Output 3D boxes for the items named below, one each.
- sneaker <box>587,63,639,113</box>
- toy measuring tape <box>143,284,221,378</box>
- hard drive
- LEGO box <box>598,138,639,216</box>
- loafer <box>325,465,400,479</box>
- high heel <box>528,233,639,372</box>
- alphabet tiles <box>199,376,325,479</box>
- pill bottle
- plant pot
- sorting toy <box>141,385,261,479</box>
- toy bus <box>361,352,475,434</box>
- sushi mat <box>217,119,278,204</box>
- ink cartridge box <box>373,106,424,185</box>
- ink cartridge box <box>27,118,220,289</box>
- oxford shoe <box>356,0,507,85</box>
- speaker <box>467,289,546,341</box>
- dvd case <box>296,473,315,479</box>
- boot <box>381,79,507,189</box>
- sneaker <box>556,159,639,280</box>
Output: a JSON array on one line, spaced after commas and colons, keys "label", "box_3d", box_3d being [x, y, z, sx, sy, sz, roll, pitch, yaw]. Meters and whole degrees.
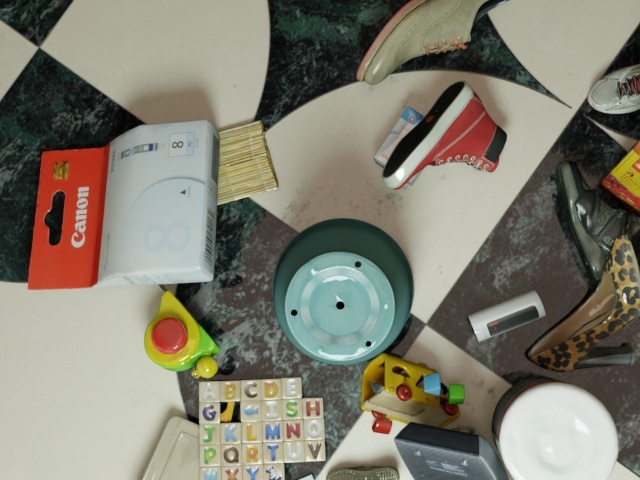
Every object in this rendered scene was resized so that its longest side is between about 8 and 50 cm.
[{"label": "sneaker", "box_3d": [0.599, -0.295, 1.559, 0.225, 0.092, 0.088, -15, 83, 31]}, {"label": "toy measuring tape", "box_3d": [-0.319, 0.150, 1.650, 0.121, 0.121, 0.330, -45, 71, 1]}, {"label": "hard drive", "box_3d": [0.238, 0.398, 1.461, 0.172, 0.255, 0.054, 4, 52, 31]}, {"label": "LEGO box", "box_3d": [0.739, -0.030, 1.384, 0.500, 0.372, 0.193, 42, 90, 11]}, {"label": "loafer", "box_3d": [0.082, 0.447, 1.582, 0.148, 0.050, 0.056, -8, 78, 23]}, {"label": "high heel", "box_3d": [0.464, 0.116, 1.510, 0.186, 0.093, 0.261, -3, 111, 3]}, {"label": "alphabet tiles", "box_3d": [-0.111, 0.362, 1.614, 0.237, 0.009, 0.198, -2, 76, -1]}, {"label": "pill bottle", "box_3d": [0.376, 0.318, 1.417, 0.176, 0.318, 0.176, -1, 83, 8]}, {"label": "plant pot", "box_3d": [0.035, 0.102, 1.503, 0.271, 0.255, 0.272, 0, 94, 3]}, {"label": "sorting toy", "box_3d": [-0.229, 0.451, 1.621, 0.196, 0.047, 0.348, 22, 78, 6]}, {"label": "toy bus", "box_3d": [0.174, 0.276, 1.558, 0.190, 0.202, 0.104, -7, 51, 14]}, {"label": "sushi mat", "box_3d": [-0.251, -0.134, 1.717, 0.316, 0.019, 0.152, -14, 80, 6]}, {"label": "ink cartridge box", "box_3d": [0.172, -0.180, 1.646, 0.088, 0.052, 0.122, 34, 87, 11]}, {"label": "ink cartridge box", "box_3d": [-0.392, -0.067, 1.653, 0.384, 0.091, 0.308, -3, 71, 9]}, {"label": "oxford shoe", "box_3d": [0.221, -0.406, 1.635, 0.348, 0.123, 0.130, -42, 85, 2]}, {"label": "speaker", "box_3d": [0.343, 0.140, 1.580, 0.136, 0.055, 0.055, -22, 80, 5]}, {"label": "dvd case", "box_3d": [-0.054, 0.504, 1.611, 0.119, 0.013, 0.087, -23, 80, 5]}, {"label": "boot", "box_3d": [0.240, -0.150, 1.585, 0.244, 0.088, 0.176, -48, 114, -9]}, {"label": "sneaker", "box_3d": [0.518, -0.053, 1.565, 0.130, 0.087, 0.228, -22, 83, 3]}]
